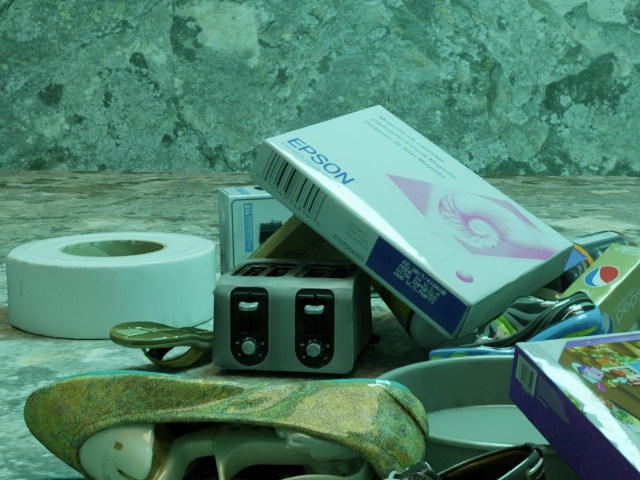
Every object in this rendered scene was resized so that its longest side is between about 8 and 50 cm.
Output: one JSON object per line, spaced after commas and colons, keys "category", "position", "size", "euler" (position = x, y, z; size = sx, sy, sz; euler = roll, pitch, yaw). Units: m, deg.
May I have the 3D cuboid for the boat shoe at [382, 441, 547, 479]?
{"category": "boat shoe", "position": [0.060, 0.195, 0.867], "size": [0.233, 0.079, 0.084], "euler": [-6, 12, -21]}

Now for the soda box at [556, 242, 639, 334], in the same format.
{"category": "soda box", "position": [0.310, 0.080, 1.359], "size": [0.181, 0.061, 0.058], "euler": [-39, 29, -28]}

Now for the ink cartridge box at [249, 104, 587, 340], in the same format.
{"category": "ink cartridge box", "position": [0.137, -0.047, 1.475], "size": [0.324, 0.071, 0.330], "euler": [38, 37, 23]}

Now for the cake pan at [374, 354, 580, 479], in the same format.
{"category": "cake pan", "position": [0.184, 0.165, 1.103], "size": [0.293, 0.054, 0.293], "euler": [-1, 9, 0]}

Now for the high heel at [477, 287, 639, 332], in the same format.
{"category": "high heel", "position": [0.320, 0.105, 1.489], "size": [0.244, 0.082, 0.117], "euler": [-14, -28, 10]}

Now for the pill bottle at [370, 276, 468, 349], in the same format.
{"category": "pill bottle", "position": [0.117, 0.043, 1.501], "size": [0.103, 0.103, 0.184], "euler": [-6, 38, -28]}

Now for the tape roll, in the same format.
{"category": "tape roll", "position": [-0.286, 0.056, 1.675], "size": [0.286, 0.100, 0.286], "euler": [0, 10, 0]}

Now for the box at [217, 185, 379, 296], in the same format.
{"category": "box", "position": [0.000, 0.000, 1.781], "size": [0.290, 0.169, 0.087], "euler": [-2, 9, -15]}

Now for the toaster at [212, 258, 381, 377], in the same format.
{"category": "toaster", "position": [-0.025, 0.087, 1.429], "size": [0.168, 0.110, 0.186], "euler": [2, 9, 12]}

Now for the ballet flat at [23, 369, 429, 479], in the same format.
{"category": "ballet flat", "position": [-0.089, 0.170, 0.974], "size": [0.349, 0.123, 0.123], "euler": [-1, 9, 11]}

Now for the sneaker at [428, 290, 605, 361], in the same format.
{"category": "sneaker", "position": [0.207, 0.105, 1.282], "size": [0.188, 0.067, 0.078], "euler": [-20, 34, 17]}

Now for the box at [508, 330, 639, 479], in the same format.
{"category": "box", "position": [0.297, 0.159, 0.908], "size": [0.201, 0.057, 0.293], "euler": [-4, 25, -18]}

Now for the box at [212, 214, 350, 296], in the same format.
{"category": "box", "position": [-0.021, 0.023, 1.567], "size": [0.164, 0.201, 0.021], "euler": [16, 36, -53]}

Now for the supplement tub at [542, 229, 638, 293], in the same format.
{"category": "supplement tub", "position": [0.351, 0.048, 1.649], "size": [0.106, 0.106, 0.198], "euler": [8, 14, 43]}

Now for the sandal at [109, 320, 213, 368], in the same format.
{"category": "sandal", "position": [-0.170, 0.126, 1.417], "size": [0.072, 0.049, 0.180], "euler": [13, 1, 36]}
